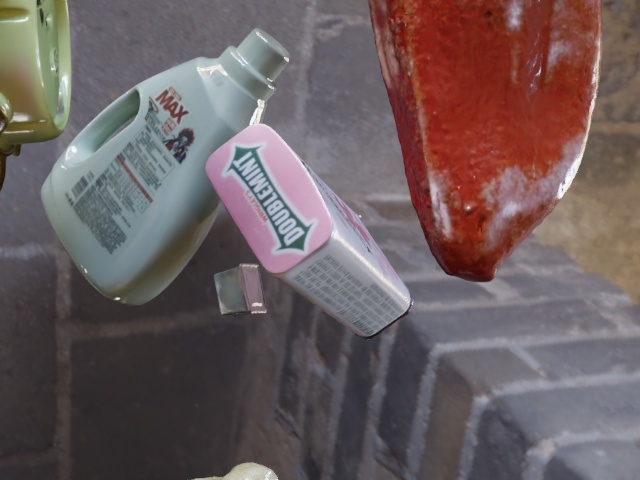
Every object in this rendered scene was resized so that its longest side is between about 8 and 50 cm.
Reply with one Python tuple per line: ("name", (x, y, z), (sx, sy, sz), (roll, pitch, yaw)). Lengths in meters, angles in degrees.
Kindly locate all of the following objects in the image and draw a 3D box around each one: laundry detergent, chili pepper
("laundry detergent", (-0.202, -0.131, 1.479), (0.398, 0.264, 0.125), (-48, 149, 15))
("chili pepper", (0.103, -0.101, 0.656), (0.144, 0.136, 0.252), (4, 81, -57))

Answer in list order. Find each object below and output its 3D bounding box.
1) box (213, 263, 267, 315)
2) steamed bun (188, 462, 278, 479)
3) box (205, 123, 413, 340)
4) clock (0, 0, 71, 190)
("box", (-0.134, 0.086, 1.798), (0.060, 0.063, 0.084), (4, 71, -65))
("steamed bun", (-0.137, 0.372, 1.400), (0.141, 0.155, 0.172), (-37, 122, -46))
("box", (0.000, 0.000, 1.400), (0.112, 0.190, 0.370), (-35, 156, 8))
("clock", (-0.354, -0.239, 1.221), (0.117, 0.286, 0.348), (-2, 114, -4))
